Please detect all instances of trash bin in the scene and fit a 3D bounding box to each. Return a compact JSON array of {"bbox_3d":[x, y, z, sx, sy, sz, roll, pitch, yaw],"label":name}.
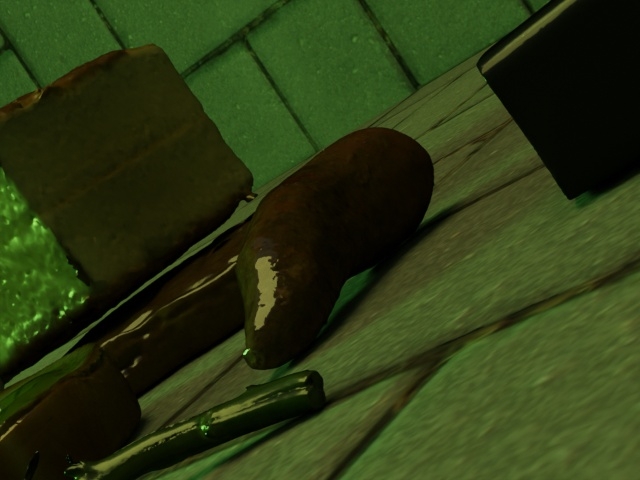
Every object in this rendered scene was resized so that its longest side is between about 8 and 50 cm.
[{"bbox_3d":[0.207,-0.133,0.780,0.225,0.115,0.165,-34,5,14],"label":"trash bin"}]

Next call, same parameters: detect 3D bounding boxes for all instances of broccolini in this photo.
[{"bbox_3d":[-0.116,0.136,0.660,0.271,0.062,0.123,-30,27,-1],"label":"broccolini"}]

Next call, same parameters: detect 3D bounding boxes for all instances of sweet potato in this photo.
[{"bbox_3d":[-0.002,0.000,0.954,0.097,0.097,0.292,-30,11,36],"label":"sweet potato"}]

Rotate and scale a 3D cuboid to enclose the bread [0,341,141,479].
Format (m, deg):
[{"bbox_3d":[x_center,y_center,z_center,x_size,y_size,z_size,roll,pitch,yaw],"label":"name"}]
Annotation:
[{"bbox_3d":[-0.230,0.160,0.978,0.236,0.070,0.236,-34,6,4],"label":"bread"}]

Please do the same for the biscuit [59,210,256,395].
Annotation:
[{"bbox_3d":[-0.104,0.048,1.286,0.381,0.074,0.359,-35,7,17],"label":"biscuit"}]

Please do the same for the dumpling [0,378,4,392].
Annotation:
[{"bbox_3d":[-0.362,0.187,1.224,0.247,0.142,0.172,-56,-33,8],"label":"dumpling"}]

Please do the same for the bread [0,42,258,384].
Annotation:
[{"bbox_3d":[-0.256,-0.020,1.333,0.279,0.207,0.279,-34,6,43],"label":"bread"}]
